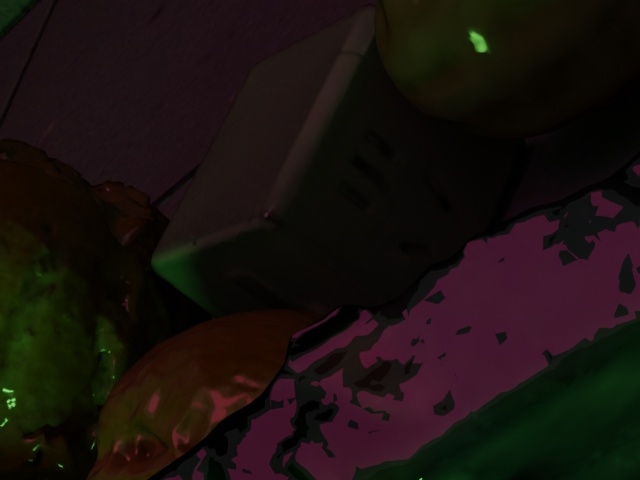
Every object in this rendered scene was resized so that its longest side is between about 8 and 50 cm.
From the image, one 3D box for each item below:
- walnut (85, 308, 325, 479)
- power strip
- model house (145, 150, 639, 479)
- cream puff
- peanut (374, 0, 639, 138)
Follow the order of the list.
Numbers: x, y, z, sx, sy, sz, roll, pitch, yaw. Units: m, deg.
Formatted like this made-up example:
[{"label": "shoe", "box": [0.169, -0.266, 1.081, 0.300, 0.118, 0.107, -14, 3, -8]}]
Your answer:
[{"label": "walnut", "box": [-0.034, 0.116, 0.885, 0.206, 0.159, 0.159, -14, 41, 47]}, {"label": "power strip", "box": [0.000, 0.000, 1.024, 0.139, 0.140, 0.224, -19, 38, 52]}, {"label": "model house", "box": [0.101, 0.169, 0.427, 0.298, 0.243, 0.284, -35, 58, 13]}, {"label": "cream puff", "box": [-0.187, 0.088, 1.113, 0.343, 0.231, 0.327, -48, 23, 53]}, {"label": "peanut", "box": [0.179, -0.216, 0.982, 0.387, 0.169, 0.192, -49, 6, -8]}]
